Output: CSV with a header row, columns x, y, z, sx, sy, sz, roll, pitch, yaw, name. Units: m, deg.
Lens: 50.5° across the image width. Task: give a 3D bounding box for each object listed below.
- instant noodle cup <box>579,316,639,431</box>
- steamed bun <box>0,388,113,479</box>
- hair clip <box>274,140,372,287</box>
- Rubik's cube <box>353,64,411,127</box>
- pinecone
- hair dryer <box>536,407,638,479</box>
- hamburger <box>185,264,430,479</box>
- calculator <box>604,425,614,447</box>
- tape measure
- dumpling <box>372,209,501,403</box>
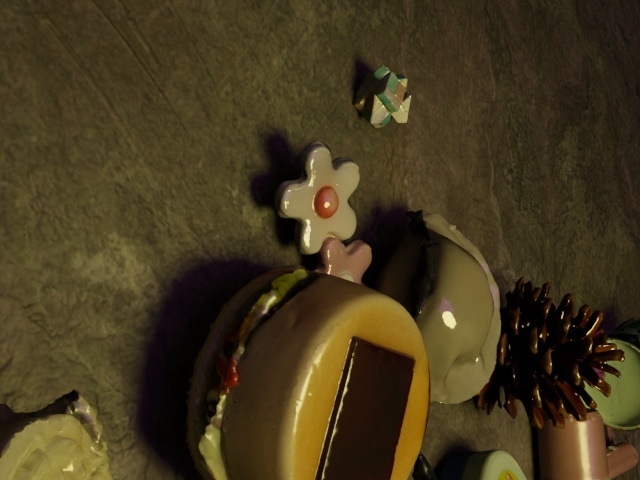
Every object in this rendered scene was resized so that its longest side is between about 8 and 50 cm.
x,y,z,sx,sy,sz,roll,pitch,yaw,name
0.681,0.292,1.460,0.190,0.251,0.251,-2,86,-39,instant noodle cup
-0.253,0.296,0.424,0.347,0.237,0.394,77,0,-46,steamed bun
0.006,0.001,0.875,0.146,0.075,0.257,-29,109,-46,hair clip
0.098,-0.209,1.000,0.075,0.073,0.084,23,66,-43,Rubik's cube
0.350,0.189,1.093,0.264,0.264,0.264,9,78,-47,pinecone
0.556,0.435,1.369,0.352,0.125,0.211,5,79,-47,hair dryer
-0.008,0.173,0.753,0.302,0.170,0.302,-7,100,-48,hamburger
0.590,0.460,1.474,0.190,0.034,0.127,-15,96,-42,calculator
0.222,0.381,1.018,0.351,0.097,0.215,60,34,-19,tape measure
0.175,0.086,0.938,0.163,0.204,0.293,103,8,-55,dumpling
